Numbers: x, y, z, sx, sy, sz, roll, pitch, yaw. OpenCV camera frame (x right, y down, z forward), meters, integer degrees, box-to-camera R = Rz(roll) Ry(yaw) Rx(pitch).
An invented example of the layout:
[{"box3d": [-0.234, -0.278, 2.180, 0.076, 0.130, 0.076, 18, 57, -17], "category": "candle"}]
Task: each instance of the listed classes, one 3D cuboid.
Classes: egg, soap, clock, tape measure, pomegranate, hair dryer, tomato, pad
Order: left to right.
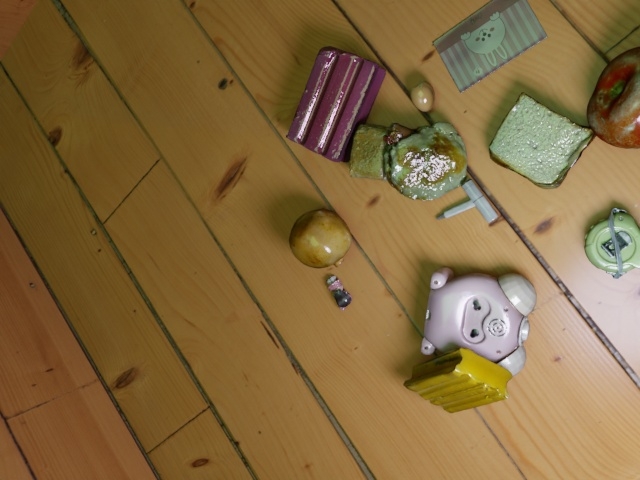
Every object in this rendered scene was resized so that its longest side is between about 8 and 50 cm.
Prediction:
[{"box3d": [-0.003, -0.007, 1.931, 0.233, 0.233, 0.233, 3, 98, 26], "category": "pomegranate"}, {"box3d": [0.051, -0.481, 1.894, 0.233, 0.128, 0.359, 30, 109, 19], "category": "soap"}, {"box3d": [0.341, -0.476, 1.777, 0.080, 0.080, 0.096, -29, 95, 26], "category": "egg"}, {"box3d": [0.431, 0.449, 1.713, 0.204, 0.096, 0.324, 30, 149, -7], "category": "soap"}, {"box3d": [0.472, -0.091, 1.785, 0.183, 0.044, 0.154, -40, 77, 30], "category": "hair dryer"}, {"box3d": [0.511, 0.256, 1.737, 0.326, 0.184, 0.342, 10, 106, 21], "category": "clock"}, {"box3d": [0.530, -0.637, 1.703, 0.300, 0.005, 0.202, -30, 83, 26], "category": "pad"}, {"box3d": [0.865, 0.015, 1.559, 0.175, 0.106, 0.200, -33, 79, 23], "category": "tape measure"}, {"box3d": [0.869, -0.372, 1.436, 0.223, 0.270, 0.270, 16, 105, -10], "category": "tomato"}]

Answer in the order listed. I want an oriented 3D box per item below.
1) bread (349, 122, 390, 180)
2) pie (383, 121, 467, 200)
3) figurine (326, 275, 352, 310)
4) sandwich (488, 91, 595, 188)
[{"box3d": [0.183, -0.307, 1.864, 0.138, 0.102, 0.196, 14, 101, 22], "category": "bread"}, {"box3d": [0.343, -0.259, 1.767, 0.275, 0.105, 0.257, -1, 98, 4], "category": "pie"}, {"box3d": [0.065, 0.197, 2.011, 0.072, 0.054, 0.129, -43, 75, 28], "category": "figurine"}, {"box3d": [0.665, -0.295, 1.632, 0.251, 0.087, 0.226, 36, 109, 21], "category": "sandwich"}]
